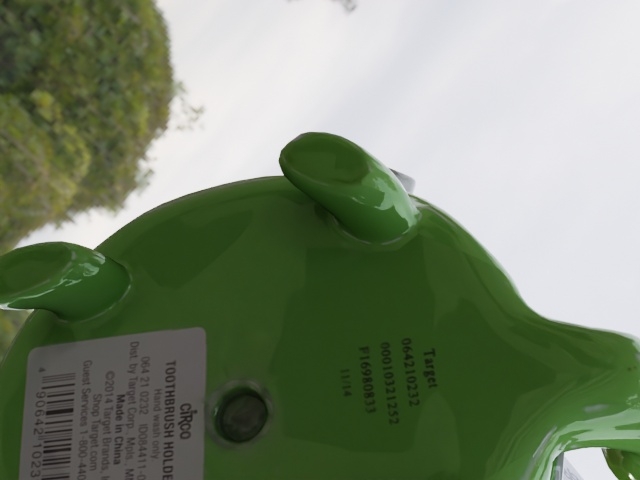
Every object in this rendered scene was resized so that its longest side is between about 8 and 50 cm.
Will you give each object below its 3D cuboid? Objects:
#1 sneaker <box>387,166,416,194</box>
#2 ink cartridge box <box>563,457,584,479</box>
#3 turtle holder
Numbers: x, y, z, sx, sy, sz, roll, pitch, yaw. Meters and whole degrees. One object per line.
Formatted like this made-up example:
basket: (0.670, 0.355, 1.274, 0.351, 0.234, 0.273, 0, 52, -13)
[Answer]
sneaker: (0.000, 0.000, 0.831, 0.222, 0.083, 0.118, -93, -155, -88)
ink cartridge box: (0.131, 0.246, 0.739, 0.165, 0.065, 0.332, -48, -130, 14)
turtle holder: (0.014, 0.086, 0.600, 0.320, 0.227, 0.243, -35, -119, 0)
